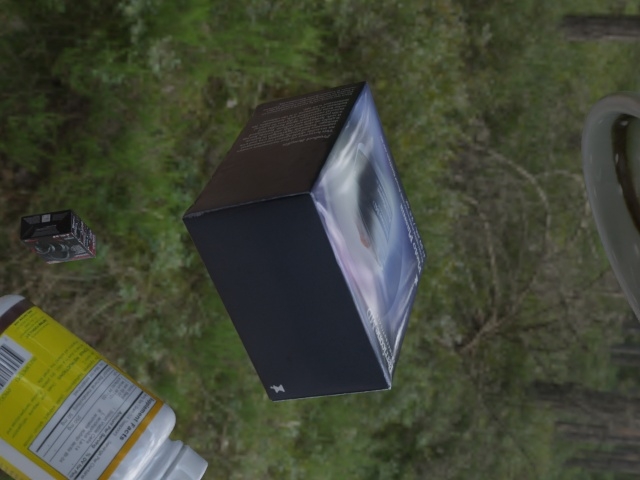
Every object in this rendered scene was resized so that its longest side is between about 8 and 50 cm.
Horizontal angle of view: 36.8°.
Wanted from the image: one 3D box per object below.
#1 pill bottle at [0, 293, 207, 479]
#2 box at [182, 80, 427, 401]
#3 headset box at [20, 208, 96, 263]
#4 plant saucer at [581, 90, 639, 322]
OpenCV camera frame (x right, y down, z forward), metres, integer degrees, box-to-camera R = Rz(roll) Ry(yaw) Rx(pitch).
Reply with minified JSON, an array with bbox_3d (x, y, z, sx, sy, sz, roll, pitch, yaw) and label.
[{"bbox_3d":[-0.200,0.148,0.773,0.117,0.215,0.117,-52,-178,3],"label":"pill bottle"},{"bbox_3d":[0.000,0.000,1.252,0.294,0.182,0.296,-66,140,-52],"label":"box"},{"bbox_3d":[-0.302,-0.002,1.120,0.083,0.062,0.032,70,14,-64],"label":"headset box"},{"bbox_3d":[0.403,0.021,0.966,0.400,0.100,0.401,155,-90,-89],"label":"plant saucer"}]
